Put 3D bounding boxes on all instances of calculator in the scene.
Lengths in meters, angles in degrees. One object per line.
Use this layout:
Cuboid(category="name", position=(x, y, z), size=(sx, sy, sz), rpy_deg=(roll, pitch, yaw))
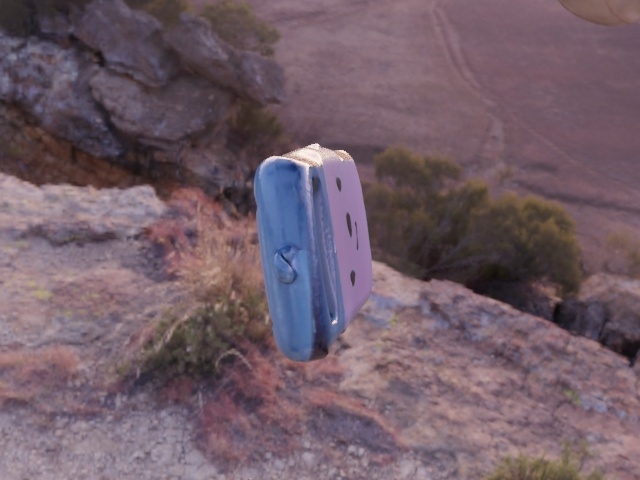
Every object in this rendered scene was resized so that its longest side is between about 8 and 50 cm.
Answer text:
Cuboid(category="calculator", position=(0.000, 0.000, 0.713), size=(0.051, 0.172, 0.293), rpy_deg=(-6, 6, 13))

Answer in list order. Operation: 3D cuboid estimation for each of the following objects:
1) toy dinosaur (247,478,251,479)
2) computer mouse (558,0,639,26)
Cuboid(category="toy dinosaur", position=(-0.040, 0.352, 0.857), size=(0.162, 0.126, 0.039), rpy_deg=(20, -2, 33))
Cuboid(category="computer mouse", position=(0.162, -0.245, 0.459), size=(0.082, 0.236, 0.145), rpy_deg=(-9, -1, 35))
